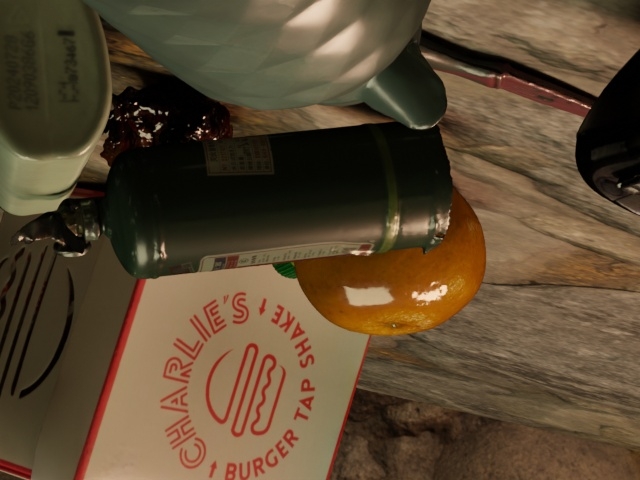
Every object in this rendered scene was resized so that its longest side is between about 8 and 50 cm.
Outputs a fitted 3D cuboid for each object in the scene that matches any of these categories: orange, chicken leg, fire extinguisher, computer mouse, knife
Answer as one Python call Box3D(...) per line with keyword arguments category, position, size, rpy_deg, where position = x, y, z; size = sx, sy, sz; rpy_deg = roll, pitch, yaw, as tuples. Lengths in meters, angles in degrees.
Box3D(category="orange", position=(0.054, 0.006, 1.572), size=(0.154, 0.134, 0.155), rpy_deg=(-8, 166, -2))
Box3D(category="chicken leg", position=(-0.117, -0.077, 1.519), size=(0.105, 0.063, 0.234), rpy_deg=(20, 171, -3))
Box3D(category="fire extinguisher", position=(-0.064, -0.022, 1.337), size=(0.294, 0.093, 0.118), rpy_deg=(-7, -164, -13))
Box3D(category="computer mouse", position=(0.218, -0.063, 0.977), size=(0.137, 0.096, 0.233), rpy_deg=(13, 168, -18))
Box3D(category="knife", position=(0.098, -0.102, 1.186), size=(0.247, 0.018, 0.035), rpy_deg=(16, 168, -23))

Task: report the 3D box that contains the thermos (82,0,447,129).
Box3D(category="thermos", position=(-0.036, -0.138, 0.823), size=(0.182, 0.145, 0.286), rpy_deg=(46, -179, 18))

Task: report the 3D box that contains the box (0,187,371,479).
Box3D(category="box", position=(-0.172, 0.130, 2.072), size=(0.312, 0.314, 0.300), rpy_deg=(22, 171, -38))

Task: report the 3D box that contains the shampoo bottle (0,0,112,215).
Box3D(category="shampoo bottle", position=(-0.191, -0.095, 1.316), size=(0.078, 0.134, 0.359), rpy_deg=(-6, 176, -10))

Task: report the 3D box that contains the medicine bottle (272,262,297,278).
Box3D(category="medicine bottle", position=(0.000, 0.000, 1.789), size=(0.095, 0.064, 0.260), rpy_deg=(17, 171, -10))
